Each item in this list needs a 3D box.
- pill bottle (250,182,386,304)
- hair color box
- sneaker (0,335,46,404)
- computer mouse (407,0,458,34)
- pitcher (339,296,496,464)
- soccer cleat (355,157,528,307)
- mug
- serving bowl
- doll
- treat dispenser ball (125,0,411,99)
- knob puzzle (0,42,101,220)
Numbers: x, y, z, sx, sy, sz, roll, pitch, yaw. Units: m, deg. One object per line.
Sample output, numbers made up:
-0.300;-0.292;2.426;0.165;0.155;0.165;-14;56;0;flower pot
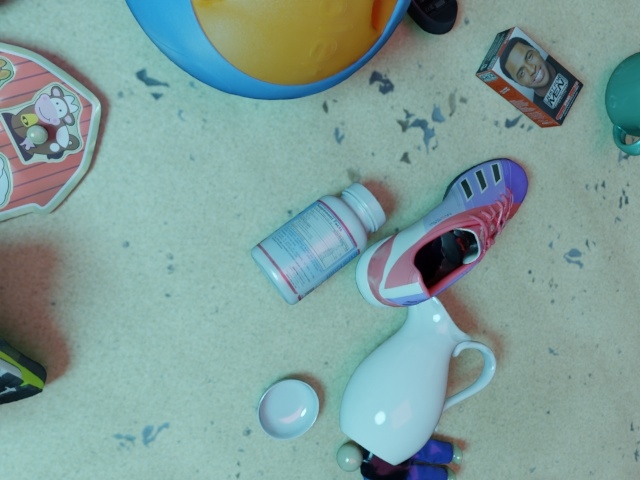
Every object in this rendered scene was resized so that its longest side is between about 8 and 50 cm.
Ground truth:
0.000;0.000;0.632;0.160;0.087;0.087;-37;107;-10;pill bottle
0.297;-0.228;0.721;0.141;0.043;0.072;29;89;-19;hair color box
-0.387;0.059;0.502;0.111;0.121;0.300;-20;126;16;sneaker
0.096;-0.368;0.645;0.071;0.041;0.242;-36;100;-19;computer mouse
0.135;0.197;0.683;0.178;0.125;0.207;36;76;-10;pitcher
0.190;-0.015;0.657;0.318;0.116;0.108;-33;104;-26;soccer cleat
0.485;-0.213;0.755;0.158;0.097;0.129;-28;105;-12;mug
-0.046;0.221;0.678;0.083;0.027;0.083;-2;98;-18;serving bowl
0.111;0.324;0.734;0.189;0.046;0.129;14;92;-20;doll
-0.048;-0.280;0.474;0.288;0.288;0.288;-2;98;-18;treat dispenser ball
-0.324;-0.114;0.523;0.213;0.030;0.213;-8;108;-26;knob puzzle
